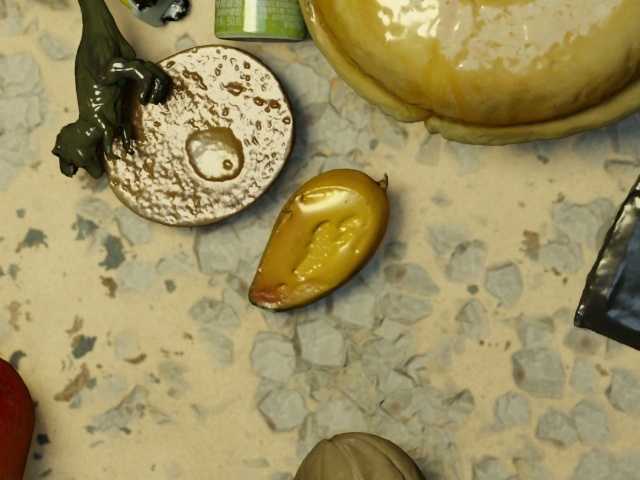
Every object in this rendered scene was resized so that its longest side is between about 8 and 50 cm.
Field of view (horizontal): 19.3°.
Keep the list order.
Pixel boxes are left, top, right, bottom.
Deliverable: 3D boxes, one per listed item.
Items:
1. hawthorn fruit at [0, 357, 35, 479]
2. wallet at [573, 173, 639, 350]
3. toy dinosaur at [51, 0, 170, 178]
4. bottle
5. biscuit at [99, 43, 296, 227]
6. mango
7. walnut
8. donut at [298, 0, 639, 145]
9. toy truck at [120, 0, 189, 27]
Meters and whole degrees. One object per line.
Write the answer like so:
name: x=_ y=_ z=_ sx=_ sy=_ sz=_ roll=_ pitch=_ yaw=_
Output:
hawthorn fruit: x=-0.405 y=0.199 z=1.828 sx=0.224 sy=0.261 sz=0.224 roll=0 pitch=91 yaw=14
wallet: x=0.417 y=-0.019 z=1.826 sx=0.247 sy=0.041 sz=0.323 roll=23 pitch=98 yaw=6
toy dinosaur: x=-0.245 y=-0.160 z=1.837 sx=0.179 sy=0.087 sz=0.187 roll=26 pitch=96 yaw=8
bottle: x=-0.054 y=-0.361 z=1.842 sx=0.093 sy=0.093 sz=0.330 roll=2 pitch=93 yaw=7
biscuit: x=-0.125 y=-0.105 z=1.883 sx=0.208 sy=0.049 sz=0.181 roll=-15 pitch=91 yaw=9
mango: x=0.000 y=0.000 z=1.867 sx=0.101 sy=0.066 sz=0.187 roll=38 pitch=102 yaw=-4
walnut: x=0.043 y=0.269 z=1.840 sx=0.140 sy=0.140 sz=0.162 roll=-15 pitch=100 yaw=7
donut: x=0.177 y=-0.309 z=1.764 sx=0.449 sy=0.198 sz=0.448 roll=0 pitch=94 yaw=7
toy truck: x=-0.160 y=-0.275 z=1.874 sx=0.077 sy=0.076 sz=0.111 roll=39 pitch=96 yaw=24
